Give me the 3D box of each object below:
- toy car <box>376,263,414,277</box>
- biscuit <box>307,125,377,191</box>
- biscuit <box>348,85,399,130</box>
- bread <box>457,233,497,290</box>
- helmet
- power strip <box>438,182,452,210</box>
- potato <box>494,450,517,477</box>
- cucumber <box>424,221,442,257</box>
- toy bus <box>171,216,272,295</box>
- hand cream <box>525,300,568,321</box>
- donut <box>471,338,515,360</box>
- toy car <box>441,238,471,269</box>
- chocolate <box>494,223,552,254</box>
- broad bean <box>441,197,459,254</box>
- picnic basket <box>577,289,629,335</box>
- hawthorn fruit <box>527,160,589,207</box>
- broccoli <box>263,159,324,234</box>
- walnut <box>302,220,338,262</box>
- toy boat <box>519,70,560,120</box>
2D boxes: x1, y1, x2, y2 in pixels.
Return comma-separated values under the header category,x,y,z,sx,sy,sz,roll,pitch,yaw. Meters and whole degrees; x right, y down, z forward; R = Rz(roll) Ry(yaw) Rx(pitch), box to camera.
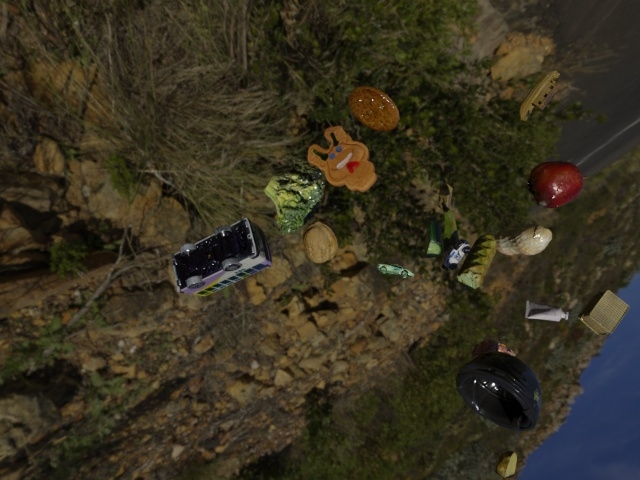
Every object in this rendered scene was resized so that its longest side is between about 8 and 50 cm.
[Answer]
category,x,y,z,sx,sy,sz,roll,pitch,yaw
toy car,0.368,0.144,2.101,0.186,0.058,0.093,11,169,15
biscuit,0.089,-0.317,1.686,0.202,0.334,0.047,-44,151,4
biscuit,0.175,-0.432,1.418,0.027,0.188,0.188,-56,176,-19
bread,0.596,0.074,1.612,0.087,0.098,0.269,6,-139,37
helmet,0.532,0.415,1.256,0.231,0.278,0.160,11,-138,43
power strip,0.677,-0.232,2.323,0.044,0.064,0.305,-43,157,-4
potato,0.748,0.895,1.731,0.066,0.103,0.096,10,170,46
cucumber,0.457,-0.004,1.722,0.062,0.115,0.116,2,152,2
toy bus,-0.448,0.088,2.012,0.440,0.209,0.249,-26,156,16
hand cream,0.849,0.270,1.606,0.142,0.053,0.084,5,-137,26
donut,0.587,0.395,1.487,0.166,0.117,0.065,-19,141,-39
toy car,0.636,0.069,2.030,0.170,0.070,0.080,-58,-171,23
chocolate,0.860,0.001,1.838,0.134,0.134,0.309,-30,180,-14
broad bean,0.639,-0.046,2.121,0.075,0.325,0.067,-3,172,-20
picnic basket,1.161,0.295,1.756,0.164,0.115,0.079,-44,167,-15
hawthorn fruit,0.733,-0.178,1.319,0.172,0.148,0.148,-15,175,19
broccoli,-0.106,-0.189,1.929,0.334,0.272,0.324,-61,-153,-8
walnut,0.000,0.000,1.780,0.155,0.155,0.184,-28,126,-24
toy boat,0.839,-0.548,1.636,0.057,0.077,0.200,-5,137,-45
